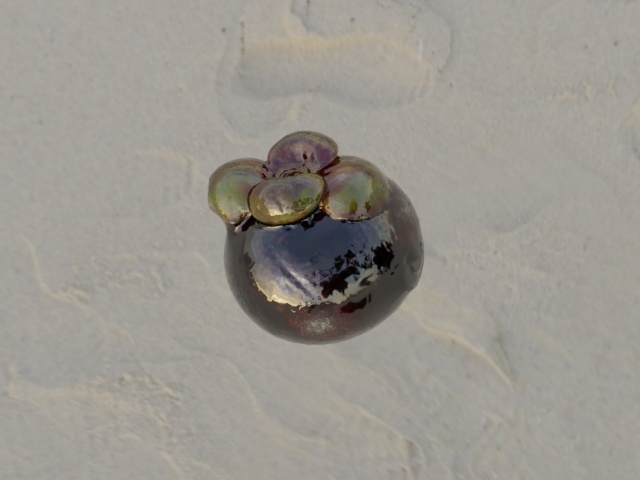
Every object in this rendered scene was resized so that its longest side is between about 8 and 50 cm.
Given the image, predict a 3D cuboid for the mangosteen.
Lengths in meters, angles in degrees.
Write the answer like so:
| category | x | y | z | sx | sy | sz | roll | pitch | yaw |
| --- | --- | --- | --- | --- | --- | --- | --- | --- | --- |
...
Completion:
| category | x | y | z | sx | sy | sz | roll | pitch | yaw |
| --- | --- | --- | --- | --- | --- | --- | --- | --- | --- |
| mangosteen | 0.000 | 0.000 | 0.992 | 0.210 | 0.210 | 0.209 | -4 | 70 | 12 |
